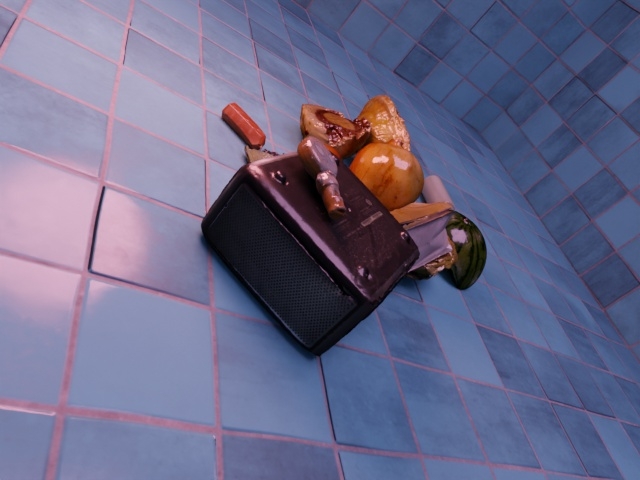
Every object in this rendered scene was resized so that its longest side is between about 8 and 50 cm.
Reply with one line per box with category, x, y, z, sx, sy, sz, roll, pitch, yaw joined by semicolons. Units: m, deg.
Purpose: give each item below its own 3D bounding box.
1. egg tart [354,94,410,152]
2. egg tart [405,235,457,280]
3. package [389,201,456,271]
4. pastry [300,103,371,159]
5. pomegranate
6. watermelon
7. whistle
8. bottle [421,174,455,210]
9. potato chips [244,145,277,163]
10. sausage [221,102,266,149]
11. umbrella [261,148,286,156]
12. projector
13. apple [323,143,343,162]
egg tart;0.216;-0.380;1.959;0.152;0.339;0.352;-13;82;-11
egg tart;0.296;0.036;1.639;0.296;0.132;0.297;14;35;-10
package;0.244;-0.041;1.490;0.311;0.165;0.221;-20;49;-36
pastry;0.031;-0.371;1.797;0.236;0.170;0.256;31;34;21
pomegranate;0.223;-0.212;1.711;0.264;0.264;0.264;30;32;-22
watermelon;0.501;-0.001;1.878;0.330;0.189;0.331;29;39;-26
whistle;0.004;-0.140;1.093;0.107;0.057;0.220;26;37;-52
bottle;0.502;-0.165;2.156;0.104;0.104;0.245;23;35;-31
potato chips;-0.143;-0.198;1.479;0.209;0.026;0.142;38;44;-14
sausage;-0.223;-0.339;1.535;0.169;0.065;0.065;47;30;6
umbrella;-0.123;-0.254;1.576;0.143;0.040;0.037;10;10;-43
projector;0.000;0.000;1.201;0.405;0.242;0.395;47;29;7
apple;0.005;-0.232;1.599;0.146;0.146;0.147;30;32;-22
